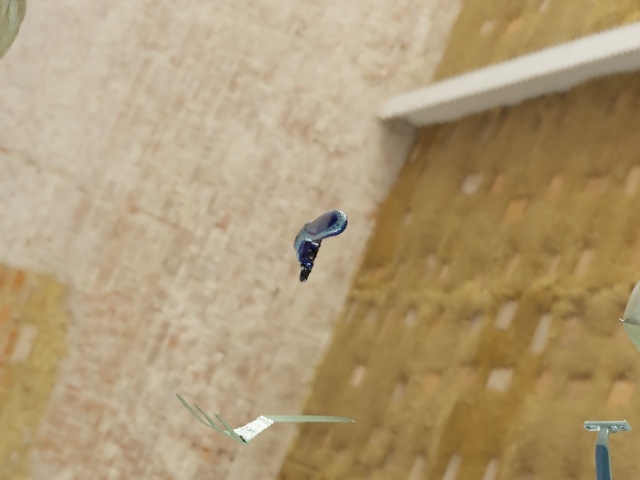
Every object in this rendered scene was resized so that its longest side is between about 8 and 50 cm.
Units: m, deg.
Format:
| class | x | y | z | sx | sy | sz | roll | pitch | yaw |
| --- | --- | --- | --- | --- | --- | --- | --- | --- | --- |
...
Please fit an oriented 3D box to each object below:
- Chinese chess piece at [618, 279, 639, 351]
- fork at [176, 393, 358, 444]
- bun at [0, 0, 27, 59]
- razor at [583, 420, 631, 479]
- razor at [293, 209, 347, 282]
| class | x | y | z | sx | sy | sz | roll | pitch | yaw |
| --- | --- | --- | --- | --- | --- | --- | --- | --- | --- |
| Chinese chess piece | 0.504 | 0.139 | 1.635 | 0.146 | 0.349 | 0.349 | -49 | -162 | -5 |
| fork | -0.026 | 0.120 | 0.947 | 0.021 | 0.039 | 0.235 | -64 | 154 | 2 |
| bun | -0.341 | -0.239 | 1.289 | 0.133 | 0.231 | 0.231 | -17 | -133 | 36 |
| razor | 0.387 | 0.338 | 1.982 | 0.068 | 0.037 | 0.191 | -7 | -94 | 46 |
| razor | -0.004 | -0.002 | 1.215 | 0.154 | 0.028 | 0.044 | 131 | -20 | -74 |
